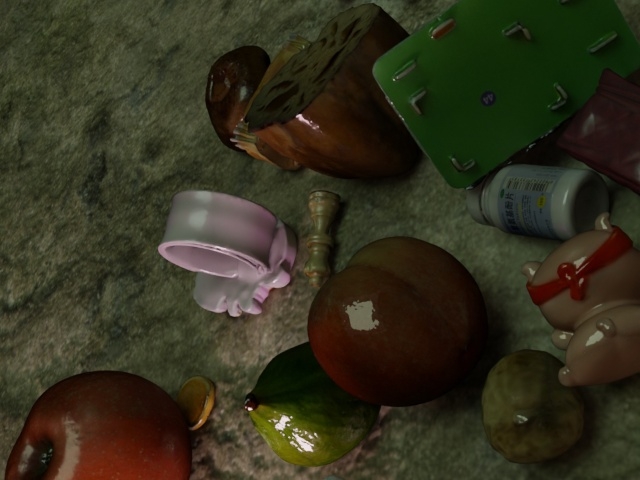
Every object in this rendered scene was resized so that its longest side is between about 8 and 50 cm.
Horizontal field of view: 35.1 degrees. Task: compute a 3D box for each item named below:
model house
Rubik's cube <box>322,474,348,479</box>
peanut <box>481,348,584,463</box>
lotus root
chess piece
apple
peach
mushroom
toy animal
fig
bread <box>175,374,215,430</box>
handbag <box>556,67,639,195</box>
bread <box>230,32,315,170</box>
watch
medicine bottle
[{"bbox_3d":[0.256,-0.299,1.521,0.357,0.242,0.313,-36,22,9],"label":"model house"},{"bbox_3d":[0.074,0.521,1.184,0.322,0.316,0.319,-50,41,12],"label":"Rubik's cube"},{"bbox_3d":[0.273,0.215,1.314,0.140,0.109,0.159,-21,41,26],"label":"peanut"},{"bbox_3d":[0.048,-0.244,1.741,0.316,0.250,0.316,-36,34,29],"label":"lotus root"},{"bbox_3d":[0.001,0.000,1.774,0.060,0.060,0.172,-14,62,42],"label":"chess piece"},{"bbox_3d":[-0.393,0.399,1.782,0.348,0.277,0.348,-21,59,40],"label":"apple"},{"bbox_3d":[0.115,0.120,1.436,0.252,0.252,0.252,-25,51,36],"label":"peach"},{"bbox_3d":[-0.163,-0.290,2.056,0.194,0.138,0.231,-44,42,20],"label":"mushroom"},{"bbox_3d":[0.350,0.077,1.281,0.171,0.171,0.198,-34,54,29],"label":"toy animal"},{"bbox_3d":[-0.040,0.236,1.540,0.203,0.235,0.203,-22,57,40],"label":"fig"},{"bbox_3d":[-0.234,0.301,1.874,0.110,0.024,0.110,-25,51,35],"label":"bread"},{"bbox_3d":[0.430,-0.125,1.313,0.135,0.146,0.225,-58,37,9],"label":"handbag"},{"bbox_3d":[-0.056,-0.259,1.926,0.107,0.136,0.241,23,85,53],"label":"bread"},{"bbox_3d":[-0.191,0.020,1.834,0.244,0.231,0.196,-6,66,42],"label":"watch"},{"bbox_3d":[0.306,-0.056,1.439,0.186,0.103,0.103,11,76,49],"label":"medicine bottle"}]
